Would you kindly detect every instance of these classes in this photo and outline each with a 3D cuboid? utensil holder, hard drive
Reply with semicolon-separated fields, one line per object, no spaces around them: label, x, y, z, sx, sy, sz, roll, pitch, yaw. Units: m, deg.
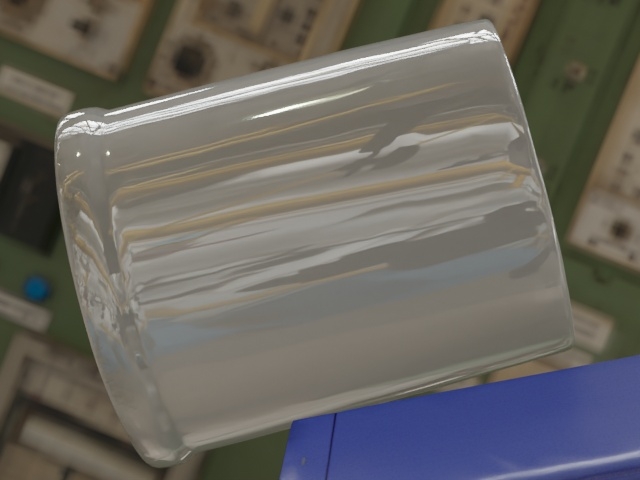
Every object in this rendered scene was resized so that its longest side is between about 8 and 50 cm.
utensil holder;0.000;0.000;1.537;0.386;0.327;0.327;-14;1;3
hard drive;0.136;0.123;1.041;0.319;0.040;0.210;-11;11;5
